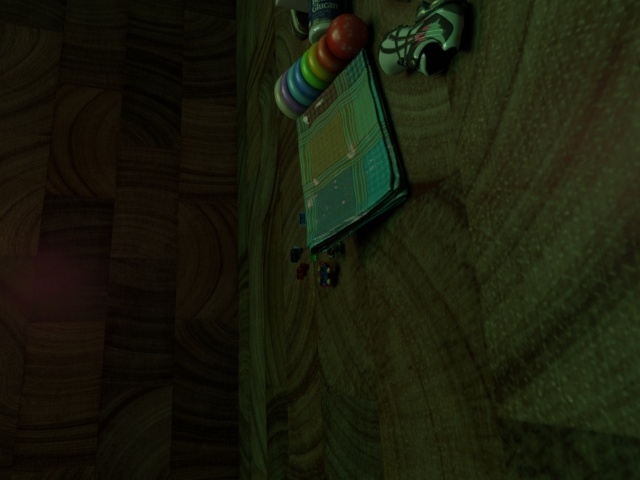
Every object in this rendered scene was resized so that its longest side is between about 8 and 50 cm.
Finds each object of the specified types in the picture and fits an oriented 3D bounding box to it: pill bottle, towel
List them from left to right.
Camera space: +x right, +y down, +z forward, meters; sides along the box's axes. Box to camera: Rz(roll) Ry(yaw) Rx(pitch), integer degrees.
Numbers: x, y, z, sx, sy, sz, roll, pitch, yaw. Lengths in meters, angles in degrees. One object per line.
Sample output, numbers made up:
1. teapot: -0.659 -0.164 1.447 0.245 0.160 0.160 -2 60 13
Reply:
1. pill bottle: 0.017 -0.560 1.052 0.094 0.094 0.169 153 117 -68
2. towel: 0.040 -0.184 0.916 0.271 0.040 0.370 -35 52 42

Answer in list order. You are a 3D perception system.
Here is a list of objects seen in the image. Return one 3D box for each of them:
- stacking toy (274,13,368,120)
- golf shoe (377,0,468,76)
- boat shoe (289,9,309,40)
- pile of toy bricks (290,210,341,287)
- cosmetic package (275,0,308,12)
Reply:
1. stacking toy: 0.006 -0.408 1.039 0.330 0.141 0.141 161 110 -64
2. golf shoe: 0.148 -0.292 0.684 0.198 0.077 0.093 162 108 -71
3. boat shoe: -0.062 -0.725 1.305 0.095 0.095 0.257 153 118 -75
4. pile of toy bricks: 0.000 0.000 1.065 0.105 0.118 0.212 -50 -36 -59
5. cosmetic package: -0.026 -0.761 1.136 0.224 0.138 0.224 176 97 -70
